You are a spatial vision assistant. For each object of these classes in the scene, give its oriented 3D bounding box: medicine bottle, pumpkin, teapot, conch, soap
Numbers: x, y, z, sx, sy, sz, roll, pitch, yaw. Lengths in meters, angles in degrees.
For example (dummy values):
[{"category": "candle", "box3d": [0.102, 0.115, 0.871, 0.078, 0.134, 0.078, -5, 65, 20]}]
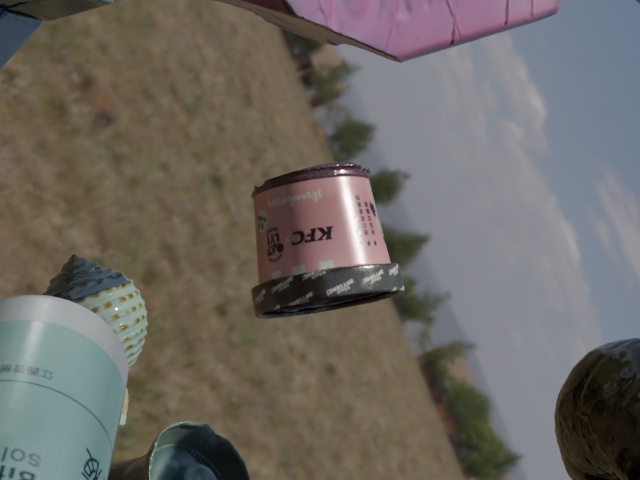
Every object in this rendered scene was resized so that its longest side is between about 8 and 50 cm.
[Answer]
[{"category": "medicine bottle", "box3d": [-0.183, 0.180, 0.781, 0.352, 0.110, 0.110, -87, 158, -52]}, {"category": "pumpkin", "box3d": [0.322, 0.197, 1.354, 0.224, 0.157, 0.223, 36, -18, 14]}, {"category": "teapot", "box3d": [-0.192, 0.299, 1.471, 0.171, 0.225, 0.203, 45, 39, -10]}, {"category": "conch", "box3d": [-0.226, 0.091, 1.306, 0.102, 0.135, 0.153, 44, 40, -53]}, {"category": "soap", "box3d": [0.046, -0.237, 1.080, 0.109, 0.324, 0.192, 26, -54, 45]}]

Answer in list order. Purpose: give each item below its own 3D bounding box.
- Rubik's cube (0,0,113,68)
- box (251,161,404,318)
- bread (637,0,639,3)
[{"category": "Rubik's cube", "box3d": [-0.414, -0.357, 1.468, 0.387, 0.358, 0.368, 3, 74, -74]}, {"category": "box", "box3d": [0.000, 0.000, 1.421, 0.151, 0.151, 0.135, 49, 33, -81]}, {"category": "bread", "box3d": [0.433, -0.311, 1.667, 0.239, 0.111, 0.246, 32, 12, -38]}]
